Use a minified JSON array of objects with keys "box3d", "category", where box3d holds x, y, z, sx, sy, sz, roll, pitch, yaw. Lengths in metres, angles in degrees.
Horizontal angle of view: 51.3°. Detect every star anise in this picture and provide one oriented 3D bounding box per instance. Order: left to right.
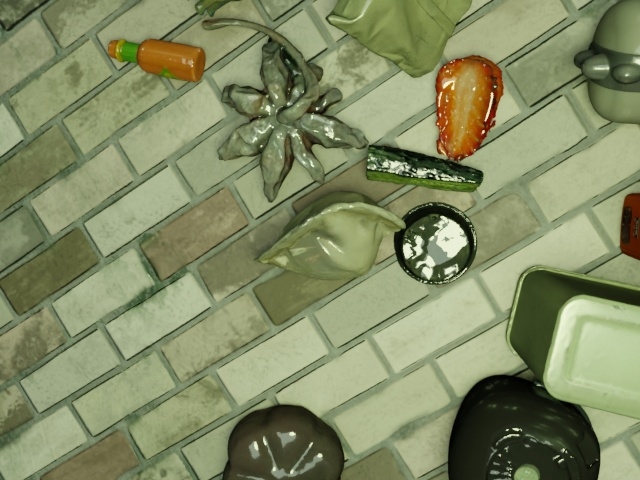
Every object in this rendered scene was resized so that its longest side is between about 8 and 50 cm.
[{"box3d":[-0.085,-0.232,1.224,0.359,0.139,0.316,15,90,7],"category":"star anise"}]

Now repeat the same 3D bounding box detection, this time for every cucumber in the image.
[{"box3d":[0.190,-0.134,1.222,0.211,0.078,0.062,7,81,7],"category":"cucumber"}]

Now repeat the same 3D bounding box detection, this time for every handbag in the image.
[{"box3d":[0.166,-0.457,1.127,0.109,0.253,0.316,36,102,44],"category":"handbag"}]

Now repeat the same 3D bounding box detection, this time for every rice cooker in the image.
[{"box3d":[0.350,0.371,1.161,0.267,0.224,0.268,1,94,7],"category":"rice cooker"}]

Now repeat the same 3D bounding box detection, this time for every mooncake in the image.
[{"box3d":[-0.073,0.439,1.285,0.244,0.133,0.245,0,95,2],"category":"mooncake"}]

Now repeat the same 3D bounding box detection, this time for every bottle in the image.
[{"box3d":[-0.318,-0.354,1.287,0.186,0.069,0.069,14,97,9],"category":"bottle"}]

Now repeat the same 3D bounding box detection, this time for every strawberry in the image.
[{"box3d":[0.263,-0.239,1.205,0.121,0.082,0.188,19,108,27],"category":"strawberry"}]

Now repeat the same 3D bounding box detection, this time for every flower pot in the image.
[{"box3d":[0.209,0.009,1.213,0.157,0.107,0.158,0,93,8],"category":"flower pot"}]

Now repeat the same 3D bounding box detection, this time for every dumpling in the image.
[{"box3d":[0.004,0.004,1.185,0.175,0.227,0.243,43,105,22],"category":"dumpling"}]

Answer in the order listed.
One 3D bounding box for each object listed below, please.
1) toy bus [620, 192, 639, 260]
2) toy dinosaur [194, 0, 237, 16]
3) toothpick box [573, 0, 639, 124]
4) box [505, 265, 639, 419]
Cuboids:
[{"box3d":[0.574,-0.014,1.041,0.153,0.329,0.143,4,96,11],"category":"toy bus"},{"box3d":[-0.171,-0.500,1.204,0.188,0.075,0.248,-30,130,15],"category":"toy dinosaur"},{"box3d":[0.573,-0.282,1.069,0.316,0.229,0.229,4,95,9],"category":"toothpick box"},{"box3d":[0.500,0.166,1.060,0.351,0.344,0.178,13,94,8],"category":"box"}]
